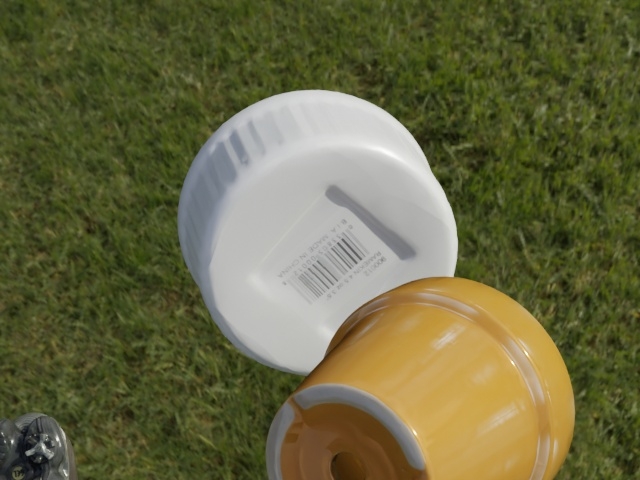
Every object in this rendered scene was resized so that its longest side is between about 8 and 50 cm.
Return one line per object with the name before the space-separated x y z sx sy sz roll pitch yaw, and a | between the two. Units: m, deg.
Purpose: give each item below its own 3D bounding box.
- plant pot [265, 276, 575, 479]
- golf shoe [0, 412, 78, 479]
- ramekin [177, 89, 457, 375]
plant pot | 0.063 0.142 0.631 0.205 0.188 0.205 5 99 30
golf shoe | -0.192 0.215 0.557 0.077 0.094 0.198 8 79 1
ramekin | 0.000 0.000 0.841 0.277 0.277 0.135 -19 23 -4
